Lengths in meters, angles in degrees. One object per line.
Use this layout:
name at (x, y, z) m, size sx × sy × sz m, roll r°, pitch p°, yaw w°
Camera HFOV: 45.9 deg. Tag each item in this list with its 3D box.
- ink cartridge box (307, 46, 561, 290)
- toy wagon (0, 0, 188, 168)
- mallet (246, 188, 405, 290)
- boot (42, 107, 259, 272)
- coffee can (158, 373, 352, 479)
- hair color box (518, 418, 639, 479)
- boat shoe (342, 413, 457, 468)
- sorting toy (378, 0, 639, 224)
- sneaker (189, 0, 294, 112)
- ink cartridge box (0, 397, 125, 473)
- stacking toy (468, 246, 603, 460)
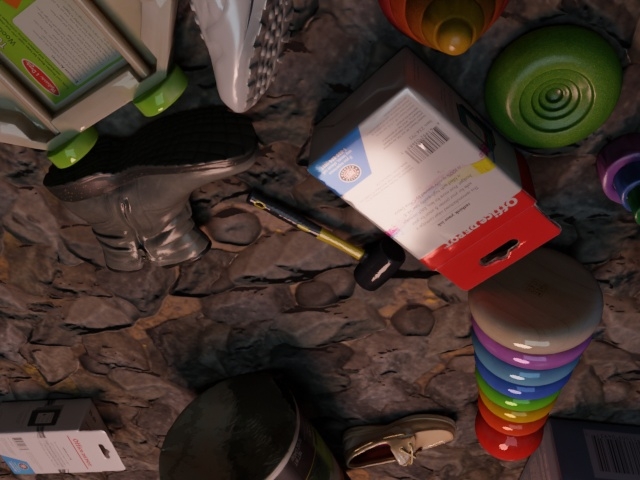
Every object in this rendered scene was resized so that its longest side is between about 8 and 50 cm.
ink cartridge box at (0.116, -0.062, 0.755) m, size 0.231 × 0.078 × 0.134 m, roll 37°, pitch 125°, yaw -25°
toy wagon at (-0.299, -0.187, 0.689) m, size 0.344 × 0.068 × 0.267 m, roll -24°, pitch 125°, yaw 24°
mallet at (0.000, 0.000, 0.852) m, size 0.190 × 0.039 × 0.062 m, roll 23°, pitch 131°, yaw -8°
boot at (-0.153, -0.044, 0.805) m, size 0.246 × 0.083 × 0.161 m, roll -9°, pitch 137°, yaw 20°
coffee can at (-0.067, 0.348, 1.044) m, size 0.201 × 0.201 × 0.275 m, roll -16°, pitch 128°, yaw 18°
hair color box at (0.388, 0.429, 1.137) m, size 0.185 × 0.113 × 0.374 m, roll 6°, pitch 132°, yaw -1°
boat shoe at (0.112, 0.293, 1.076) m, size 0.170 × 0.059 × 0.063 m, roll -16°, pitch 128°, yaw 18°
sorting toy at (0.198, -0.122, 0.666) m, size 0.365 × 0.126 × 0.127 m, roll 36°, pitch 124°, yaw -23°
sneaker at (-0.077, -0.221, 0.641) m, size 0.095 × 0.090 × 0.235 m, roll 14°, pitch 128°, yaw 9°
ink cartridge box at (-0.378, 0.288, 1.111) m, size 0.180 × 0.060 × 0.104 m, roll -4°, pitch 130°, yaw 8°
stacking toy at (0.245, 0.165, 0.916) m, size 0.141 × 0.141 × 0.330 m, roll -2°, pitch 135°, yaw 6°
